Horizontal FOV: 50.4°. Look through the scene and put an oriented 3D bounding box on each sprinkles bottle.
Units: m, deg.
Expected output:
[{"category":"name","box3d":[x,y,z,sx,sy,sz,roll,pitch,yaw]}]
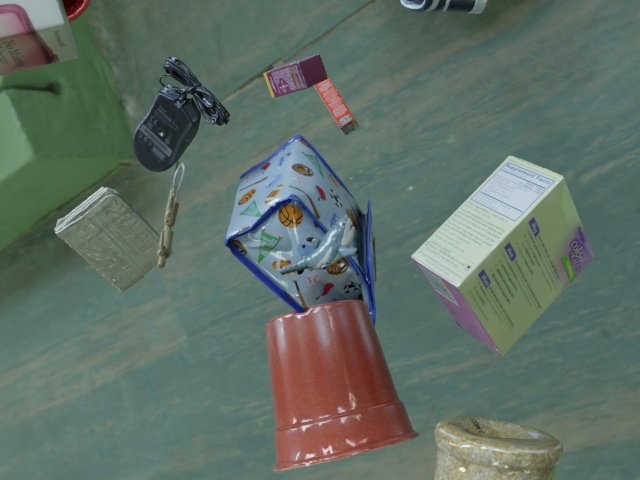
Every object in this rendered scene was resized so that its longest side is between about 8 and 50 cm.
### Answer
[{"category":"sprinkles bottle","box3d":[0.153,0.355,0.640,0.121,0.121,0.355,5,88,31]}]

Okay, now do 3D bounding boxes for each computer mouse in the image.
[{"category":"computer mouse","box3d":[-0.323,-0.264,1.534,0.188,0.072,0.272,46,123,0]}]

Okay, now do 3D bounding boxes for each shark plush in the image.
[{"category":"shark plush","box3d":[-0.005,0.017,1.276,0.161,0.073,0.067,-27,104,1]}]

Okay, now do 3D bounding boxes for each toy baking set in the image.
[{"category":"toy baking set","box3d":[-0.335,-0.066,1.544,0.030,0.256,0.196,13,121,-14]}]

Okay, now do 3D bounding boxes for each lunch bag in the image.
[{"category":"lunch bag","box3d":[0.000,0.000,1.552,0.239,0.327,0.385,-32,115,20]}]

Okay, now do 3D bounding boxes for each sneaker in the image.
[{"category":"sneaker","box3d":[0.225,-0.549,1.389,0.282,0.153,0.099,-107,17,-45]}]

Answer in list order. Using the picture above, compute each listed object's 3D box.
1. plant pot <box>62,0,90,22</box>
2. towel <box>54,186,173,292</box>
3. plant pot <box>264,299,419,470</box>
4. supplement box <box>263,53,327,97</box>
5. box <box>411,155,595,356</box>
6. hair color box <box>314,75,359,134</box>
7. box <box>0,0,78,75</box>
[{"category":"plant pot","box3d":[-0.614,-0.571,1.489,0.174,0.191,0.191,27,113,52]},{"category":"towel","box3d":[-0.541,-0.001,1.795,0.187,0.282,0.049,-38,40,-4]},{"category":"plant pot","box3d":[0.018,0.262,1.268,0.272,0.272,0.265,-23,72,32]},{"category":"supplement box","box3d":[-0.039,-0.260,1.076,0.083,0.055,0.043,-3,114,46]},{"category":"box","box3d":[0.306,0.027,1.125,0.243,0.213,0.117,-45,40,-6]},{"category":"hair color box","box3d":[0.037,-0.332,1.661,0.043,0.072,0.141,-32,78,9]},{"category":"box","box3d":[-0.541,-0.358,1.123,0.232,0.148,0.126,-17,87,-12]}]
